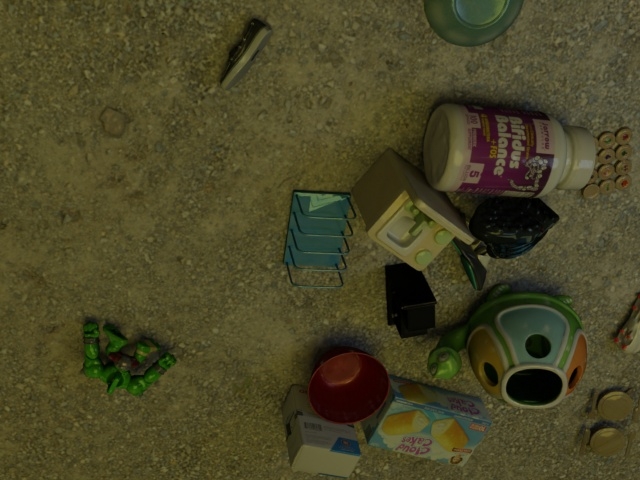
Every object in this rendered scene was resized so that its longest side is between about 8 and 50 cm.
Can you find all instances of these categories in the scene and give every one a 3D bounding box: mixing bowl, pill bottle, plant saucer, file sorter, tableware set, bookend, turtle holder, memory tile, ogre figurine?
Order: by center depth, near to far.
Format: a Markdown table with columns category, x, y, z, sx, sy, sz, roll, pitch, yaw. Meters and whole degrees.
| category | x | y | z | sx | sy | sz | roll | pitch | yaw |
| --- | --- | --- | --- | --- | --- | --- | --- | --- | --- |
| plant saucer | 0.286 | -0.441 | 1.615 | 0.195 | 0.037 | 0.195 | -5 | 121 | -9 |
| pill bottle | 0.364 | -0.169 | 1.711 | 0.301 | 0.169 | 0.169 | 3 | 119 | -13 |
| file sorter | 0.000 | 0.000 | 1.776 | 0.118 | 0.104 | 0.170 | 2 | 119 | -13 |
| ogre figurine | -0.415 | 0.252 | 1.848 | 0.197 | 0.097 | 0.118 | 21 | 102 | -34 |
| memory tile | 0.597 | -0.159 | 1.854 | 0.113 | 0.012 | 0.148 | -13 | 122 | -3 |
| bookend | 0.191 | 0.152 | 1.872 | 0.072 | 0.156 | 0.157 | -9 | 122 | -6 |
| turtle holder | 0.416 | 0.233 | 1.913 | 0.320 | 0.227 | 0.243 | 23 | 120 | -8 |
| mixing bowl | 0.054 | 0.302 | 1.960 | 0.181 | 0.098 | 0.181 | -4 | 114 | -9 |
| tableware set | 0.724 | 0.451 | 2.223 | 0.128 | 0.039 | 0.194 | 4 | 114 | 0 |

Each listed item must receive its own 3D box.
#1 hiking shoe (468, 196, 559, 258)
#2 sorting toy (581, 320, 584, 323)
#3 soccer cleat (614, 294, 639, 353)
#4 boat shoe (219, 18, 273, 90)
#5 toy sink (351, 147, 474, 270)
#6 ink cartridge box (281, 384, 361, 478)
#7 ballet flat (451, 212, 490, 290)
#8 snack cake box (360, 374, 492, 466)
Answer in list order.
| category | x | y | z | sx | sy | sz | roll | pitch | yaw |
| --- | --- | --- | --- | --- | --- | --- | --- | --- | --- |
| hiking shoe | 0.374 | -0.008 | 1.767 | 0.304 | 0.113 | 0.132 | -5 | 134 | -53 |
| sorting toy | 0.575 | 0.212 | 2.052 | 0.075 | 0.045 | 0.083 | -10 | 120 | -15 |
| soccer cleat | 0.755 | 0.179 | 2.058 | 0.076 | 0.068 | 0.196 | 8 | 120 | -33 |
| boat shoe | -0.140 | -0.333 | 1.593 | 0.040 | 0.049 | 0.142 | 42 | 110 | 6 |
| toy sink | 0.170 | -0.046 | 1.707 | 0.153 | 0.234 | 0.131 | 33 | 109 | -27 |
| ink cartridge box | -0.001 | 0.422 | 1.971 | 0.139 | 0.191 | 0.082 | 14 | 118 | -18 |
| ballet flat | 0.318 | 0.020 | 1.873 | 0.074 | 0.074 | 0.203 | -29 | 119 | 6 |
| snack cake box | 0.246 | 0.425 | 2.082 | 0.264 | 0.089 | 0.152 | 17 | 114 | -19 |
